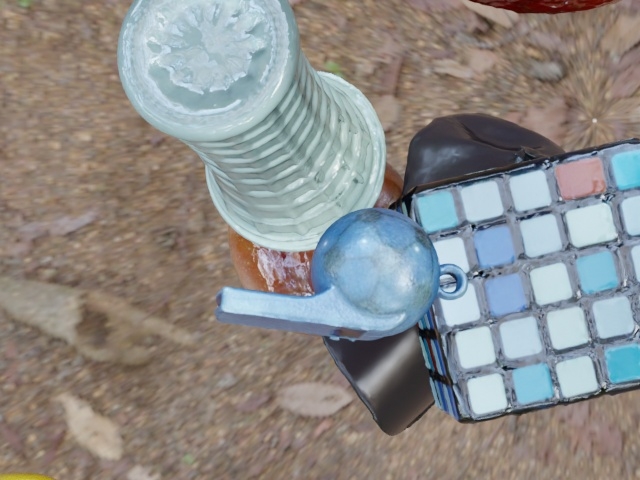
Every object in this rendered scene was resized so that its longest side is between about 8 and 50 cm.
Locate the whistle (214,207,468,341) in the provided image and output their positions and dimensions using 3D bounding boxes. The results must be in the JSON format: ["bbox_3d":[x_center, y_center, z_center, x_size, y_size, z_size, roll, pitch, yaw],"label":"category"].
[{"bbox_3d":[0.016,0.019,1.025,0.158,0.090,0.090,8,96,-6],"label":"whistle"}]

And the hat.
[{"bbox_3d":[0.168,0.031,1.473,0.209,0.336,0.238,1,136,43],"label":"hat"}]

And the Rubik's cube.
[{"bbox_3d":[0.163,0.031,1.253,0.187,0.182,0.184,-12,90,-3],"label":"Rubik's cube"}]

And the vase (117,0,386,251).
[{"bbox_3d":[-0.042,-0.088,1.100,0.143,0.299,0.143,-2,80,9],"label":"vase"}]

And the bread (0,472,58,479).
[{"bbox_3d":[-0.280,0.263,1.436,0.119,0.084,0.177,14,138,-29],"label":"bread"}]

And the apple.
[{"bbox_3d":[0.000,0.000,1.590,0.162,0.201,0.201,-5,95,54],"label":"apple"}]

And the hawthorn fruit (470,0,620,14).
[{"bbox_3d":[0.147,-0.213,0.924,0.235,0.181,0.181,11,96,0],"label":"hawthorn fruit"}]
